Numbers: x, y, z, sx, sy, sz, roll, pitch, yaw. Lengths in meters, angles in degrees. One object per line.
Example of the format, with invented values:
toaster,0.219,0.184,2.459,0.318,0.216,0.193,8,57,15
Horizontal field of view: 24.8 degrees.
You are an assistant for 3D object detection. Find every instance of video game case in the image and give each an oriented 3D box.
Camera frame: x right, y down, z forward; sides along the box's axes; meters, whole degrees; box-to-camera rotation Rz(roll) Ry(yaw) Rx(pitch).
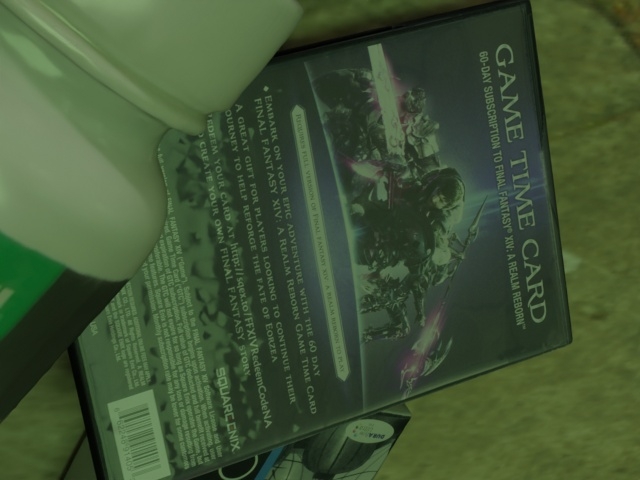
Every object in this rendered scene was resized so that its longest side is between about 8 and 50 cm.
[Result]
video game case,0.000,0.000,0.739,0.274,0.026,0.196,-17,107,-23

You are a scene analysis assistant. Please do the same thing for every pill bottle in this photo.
pill bottle,-0.188,-0.006,0.538,0.361,0.204,0.204,-48,134,7

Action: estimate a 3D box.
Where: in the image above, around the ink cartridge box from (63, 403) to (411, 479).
ink cartridge box,-0.095,0.206,0.855,0.165,0.065,0.333,13,116,-39
